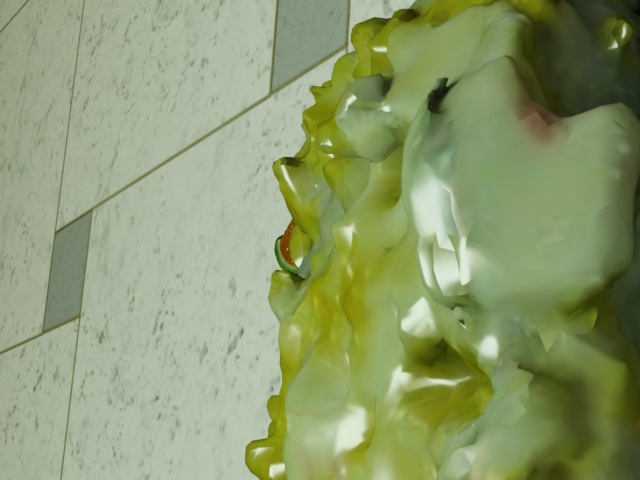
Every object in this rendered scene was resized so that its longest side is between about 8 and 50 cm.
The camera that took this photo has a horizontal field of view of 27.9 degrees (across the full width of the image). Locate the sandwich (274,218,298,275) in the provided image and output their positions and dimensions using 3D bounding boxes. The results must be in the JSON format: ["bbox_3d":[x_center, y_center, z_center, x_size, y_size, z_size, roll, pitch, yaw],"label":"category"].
[{"bbox_3d":[-0.001,0.002,1.139,0.135,0.029,0.067,-25,52,57],"label":"sandwich"}]

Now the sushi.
[{"bbox_3d":[0.140,0.055,0.524,0.240,0.351,0.396,-35,48,51],"label":"sushi"}]
